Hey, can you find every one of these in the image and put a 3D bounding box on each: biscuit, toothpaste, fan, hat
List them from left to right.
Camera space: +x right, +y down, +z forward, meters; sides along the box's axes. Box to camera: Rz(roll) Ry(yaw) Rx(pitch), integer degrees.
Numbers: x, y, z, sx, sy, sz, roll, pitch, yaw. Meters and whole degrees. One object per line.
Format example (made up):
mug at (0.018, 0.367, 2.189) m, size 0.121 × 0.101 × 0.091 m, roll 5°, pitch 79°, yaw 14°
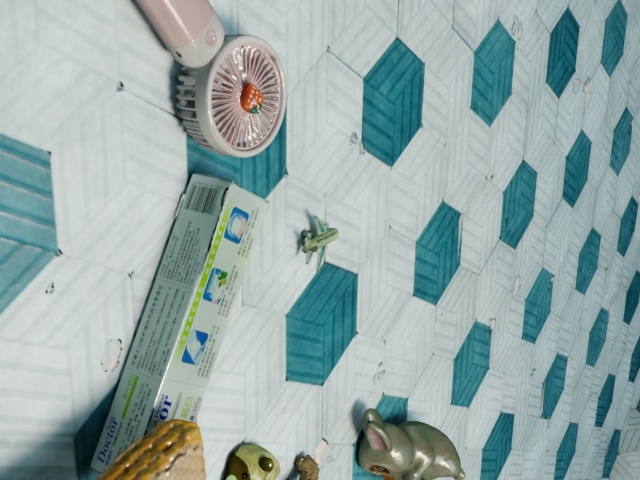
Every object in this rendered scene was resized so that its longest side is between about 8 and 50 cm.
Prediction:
biscuit at (-0.236, 0.295, 0.703) m, size 0.378 × 0.054 × 0.094 m, roll -38°, pitch 143°, yaw -45°
toothpaste at (-0.151, 0.098, 0.885) m, size 0.081 × 0.067 × 0.337 m, roll 29°, pitch 78°, yaw -55°
fan at (-0.116, -0.190, 0.834) m, size 0.130 × 0.074 × 0.244 m, roll -60°, pitch 141°, yaw -23°
hat at (-0.085, 0.310, 1.059) m, size 0.076 × 0.059 × 0.077 m, roll 24°, pitch 76°, yaw -60°

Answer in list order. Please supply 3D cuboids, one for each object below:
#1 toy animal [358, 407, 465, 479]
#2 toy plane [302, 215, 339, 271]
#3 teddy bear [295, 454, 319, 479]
toy animal at (0.125, 0.347, 1.344) m, size 0.251 × 0.127 × 0.125 m, roll 35°, pitch 83°, yaw -39°
toy plane at (-0.002, 0.000, 1.097) m, size 0.083 × 0.033 × 0.080 m, roll -36°, pitch 128°, yaw -53°
teddy bear at (-0.038, 0.385, 1.130) m, size 0.160 × 0.078 × 0.119 m, roll -29°, pitch 127°, yaw -49°
